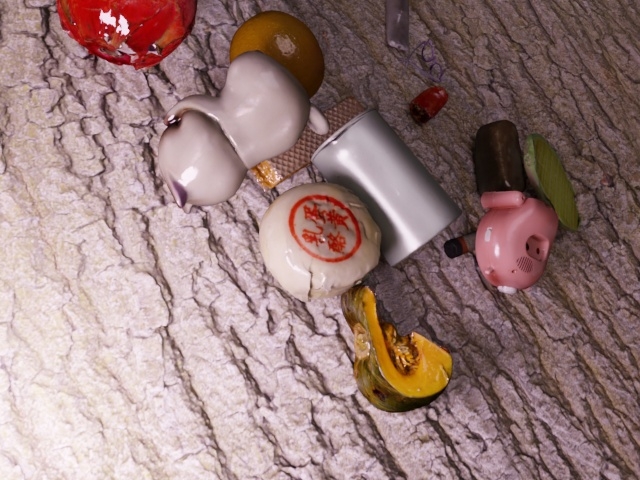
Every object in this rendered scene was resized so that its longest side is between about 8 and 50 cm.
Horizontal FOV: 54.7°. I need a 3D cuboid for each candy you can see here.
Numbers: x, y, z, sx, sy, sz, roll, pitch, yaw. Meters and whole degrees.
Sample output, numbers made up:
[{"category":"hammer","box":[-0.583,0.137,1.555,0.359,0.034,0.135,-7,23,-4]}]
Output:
[{"category":"candy","box":[0.491,-0.216,1.700,0.102,0.104,0.234,8,66,-27]}]

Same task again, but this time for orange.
[{"category":"orange","box":[-0.103,-0.419,1.450,0.236,0.236,0.236,9,66,-21]}]

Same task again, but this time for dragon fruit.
[{"category":"dragon fruit","box":[-0.410,-0.526,1.324,0.296,0.295,0.301,15,83,-18]}]

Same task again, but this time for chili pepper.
[{"category":"chili pepper","box":[0.301,-0.376,1.703,0.123,0.073,0.070,-42,132,-30]}]

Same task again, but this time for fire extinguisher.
[{"category":"fire extinguisher","box":[0.400,0.003,1.597,0.177,0.050,0.062,-17,87,-28]}]

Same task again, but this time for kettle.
[{"category":"kettle","box":[0.163,-0.133,1.436,0.318,0.205,0.265,50,49,4]}]

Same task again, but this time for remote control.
[{"category":"remote control","box":[0.231,-0.655,1.801,0.073,0.044,0.229,13,64,-22]}]

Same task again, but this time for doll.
[{"category":"doll","box":[-0.179,-0.228,1.274,0.370,0.215,0.226,-36,98,-10]}]

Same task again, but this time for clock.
[{"category":"clock","box":[0.496,0.017,1.551,0.227,0.142,0.241,21,78,-39]}]

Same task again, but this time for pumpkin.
[{"category":"pumpkin","box":[0.168,0.228,1.346,0.190,0.139,0.280,-5,74,-22]}]

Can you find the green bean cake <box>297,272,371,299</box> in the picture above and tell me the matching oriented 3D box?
[{"category":"green bean cake","box":[0.005,0.027,1.390,0.183,0.094,0.185,-8,67,-26]}]

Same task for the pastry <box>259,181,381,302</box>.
[{"category":"pastry","box":[0.000,-0.002,1.271,0.265,0.133,0.264,12,59,-20]}]

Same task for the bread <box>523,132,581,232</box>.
[{"category":"bread","box":[0.648,-0.158,1.730,0.301,0.045,0.301,27,51,-39]}]

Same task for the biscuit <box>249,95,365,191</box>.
[{"category":"biscuit","box":[-0.018,-0.245,1.495,0.379,0.054,0.094,-37,91,-36]}]

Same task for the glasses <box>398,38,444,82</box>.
[{"category":"glasses","box":[0.277,-0.505,1.749,0.104,0.062,0.140,-8,71,-25]}]
